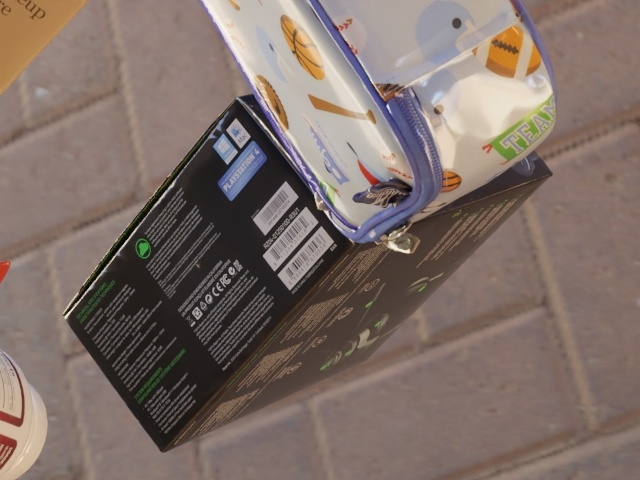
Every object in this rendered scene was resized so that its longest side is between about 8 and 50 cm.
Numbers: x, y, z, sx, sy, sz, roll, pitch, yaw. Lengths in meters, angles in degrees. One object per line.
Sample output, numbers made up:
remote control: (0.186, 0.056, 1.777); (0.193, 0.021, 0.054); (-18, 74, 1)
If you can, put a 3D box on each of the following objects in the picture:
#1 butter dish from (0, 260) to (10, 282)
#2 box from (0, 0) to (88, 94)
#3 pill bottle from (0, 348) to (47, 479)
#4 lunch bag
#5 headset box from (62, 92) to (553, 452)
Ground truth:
butter dish: (-0.387, 0.060, 1.578); (0.118, 0.160, 0.160); (43, 117, 10)
box: (-0.317, -0.267, 1.750); (0.311, 0.148, 0.121); (-44, 22, 24)
pill bottle: (-0.203, 0.085, 0.896); (0.086, 0.152, 0.086); (-5, 73, 16)
lunch bag: (0.001, -0.138, 0.976); (0.115, 0.243, 0.303); (-30, 90, -15)
headset box: (0.000, 0.000, 1.264); (0.131, 0.283, 0.246); (52, 126, 14)
